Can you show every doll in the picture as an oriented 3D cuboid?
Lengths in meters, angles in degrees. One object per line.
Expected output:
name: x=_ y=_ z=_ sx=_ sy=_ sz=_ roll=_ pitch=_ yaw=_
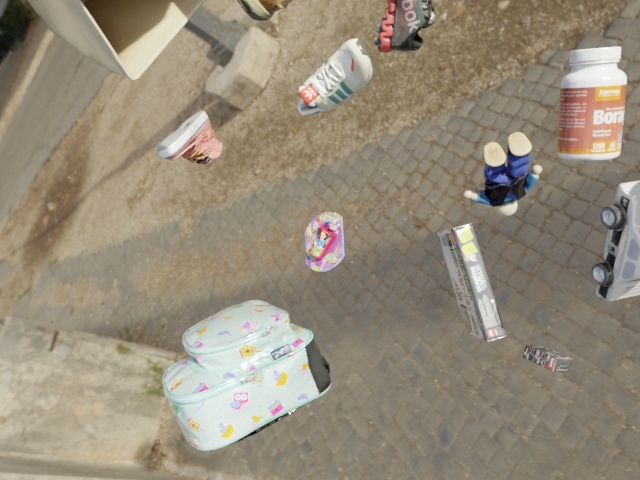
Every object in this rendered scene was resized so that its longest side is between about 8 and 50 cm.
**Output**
doll: x=0.290 y=-0.093 z=0.828 sx=0.129 sy=0.189 sz=0.046 roll=-22 pitch=60 yaw=10

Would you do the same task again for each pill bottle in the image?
pill bottle: x=0.553 y=-0.277 z=1.063 sx=0.121 sy=0.121 sz=0.216 roll=18 pitch=118 yaw=52

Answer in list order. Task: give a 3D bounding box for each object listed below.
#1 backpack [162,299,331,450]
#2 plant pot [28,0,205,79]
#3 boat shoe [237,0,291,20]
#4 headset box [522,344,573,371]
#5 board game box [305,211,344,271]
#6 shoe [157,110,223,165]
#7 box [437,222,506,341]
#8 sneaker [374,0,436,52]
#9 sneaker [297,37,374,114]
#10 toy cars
backpack: x=-0.105 y=0.166 z=0.662 sx=0.188 sy=0.144 sz=0.166 roll=-32 pitch=18 yaw=-21
plant pot: x=-0.170 y=-0.203 z=0.391 sx=0.096 sy=0.109 sz=0.109 roll=17 pitch=64 yaw=26
boat shoe: x=-0.131 y=-0.519 z=0.831 sx=0.120 sy=0.324 sz=0.122 roll=-15 pitch=48 yaw=23
headset box: x=0.483 y=0.250 z=1.100 sx=0.083 sy=0.062 sz=0.032 roll=23 pitch=100 yaw=55
board game box: x=0.000 y=0.000 z=1.423 sx=0.133 sy=0.033 sz=0.169 roll=-17 pitch=66 yaw=36
shoe: x=-0.228 y=-0.169 z=0.945 sx=0.063 sy=0.081 sz=0.178 roll=-21 pitch=26 yaw=19
box: x=0.274 y=0.076 z=0.959 sx=0.114 sy=0.036 sz=0.207 roll=129 pitch=124 yaw=-87
sneaker: x=0.212 y=-0.564 z=1.205 sx=0.098 sy=0.135 sz=0.276 roll=-62 pitch=-16 yaw=-46
sneaker: x=0.014 y=-0.215 z=0.719 sx=0.075 sy=0.057 sz=0.161 roll=-32 pitch=2 yaw=-20
toy cars: x=0.518 y=-0.067 z=0.702 sx=0.394 sy=0.176 sz=0.087 roll=-54 pitch=25 yaw=15
